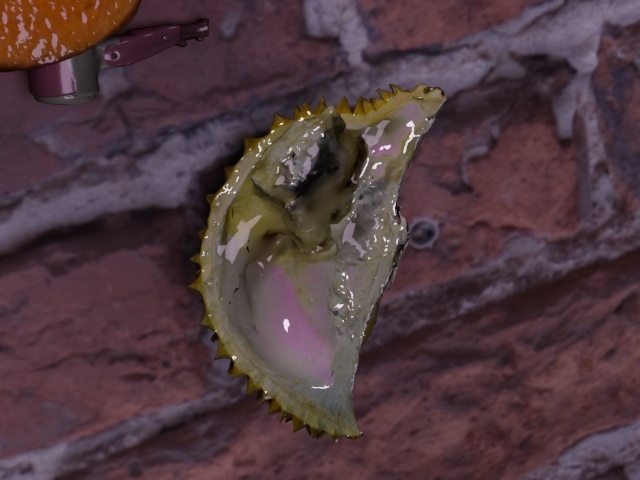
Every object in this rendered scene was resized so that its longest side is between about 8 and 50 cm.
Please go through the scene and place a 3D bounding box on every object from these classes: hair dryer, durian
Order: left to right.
[{"bbox_3d":[-0.160,-0.165,1.548,0.154,0.054,0.106,-6,102,-34],"label":"hair dryer"},{"bbox_3d":[0.000,0.000,1.595,0.172,0.166,0.306,27,83,-31],"label":"durian"}]

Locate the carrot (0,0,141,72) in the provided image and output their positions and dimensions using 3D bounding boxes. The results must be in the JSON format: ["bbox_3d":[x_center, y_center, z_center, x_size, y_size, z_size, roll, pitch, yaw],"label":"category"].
[{"bbox_3d":[-0.260,-0.256,1.425,0.307,0.100,0.258,39,85,-25],"label":"carrot"}]
